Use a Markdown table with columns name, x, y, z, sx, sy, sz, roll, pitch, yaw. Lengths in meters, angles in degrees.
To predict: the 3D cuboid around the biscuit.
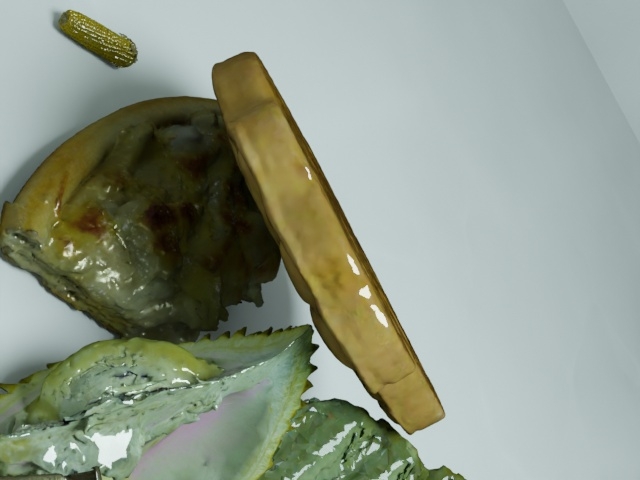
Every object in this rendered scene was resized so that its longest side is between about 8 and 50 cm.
| name | x | y | z | sx | sy | sz | roll | pitch | yaw |
| --- | --- | --- | --- | --- | --- | --- | --- | --- | --- |
| biscuit | 0.000 | 0.000 | 0.764 | 0.351 | 0.057 | 0.312 | 63 | 5 | 12 |

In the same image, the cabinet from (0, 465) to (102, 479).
| name | x | y | z | sx | sy | sz | roll | pitch | yaw |
| --- | --- | --- | --- | --- | --- | --- | --- | --- | --- |
| cabinet | -0.211 | 0.183 | 0.395 | 0.175 | 0.215 | 0.148 | 73 | 6 | -76 |

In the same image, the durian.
| name | x | y | z | sx | sy | sz | roll | pitch | yaw |
| --- | --- | --- | --- | --- | --- | --- | --- | --- | --- |
| durian | -0.145 | 0.144 | 0.605 | 0.306 | 0.166 | 0.172 | -1 | 70 | -39 |

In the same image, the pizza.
| name | x | y | z | sx | sy | sz | roll | pitch | yaw |
| --- | --- | --- | --- | --- | --- | --- | --- | --- | --- |
| pizza | -0.122 | -0.015 | 0.796 | 0.223 | 0.089 | 0.323 | 60 | 35 | -9 |

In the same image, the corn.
| name | x | y | z | sx | sy | sz | roll | pitch | yaw |
| --- | --- | --- | --- | --- | --- | --- | --- | --- | --- |
| corn | -0.196 | -0.180 | 0.823 | 0.083 | 0.028 | 0.027 | 28 | 31 | -45 |

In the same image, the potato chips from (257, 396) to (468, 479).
| name | x | y | z | sx | sy | sz | roll | pitch | yaw |
| --- | --- | --- | --- | --- | --- | --- | --- | --- | --- |
| potato chips | 0.021 | 0.325 | 0.672 | 0.358 | 0.070 | 0.429 | 41 | 53 | 10 |
